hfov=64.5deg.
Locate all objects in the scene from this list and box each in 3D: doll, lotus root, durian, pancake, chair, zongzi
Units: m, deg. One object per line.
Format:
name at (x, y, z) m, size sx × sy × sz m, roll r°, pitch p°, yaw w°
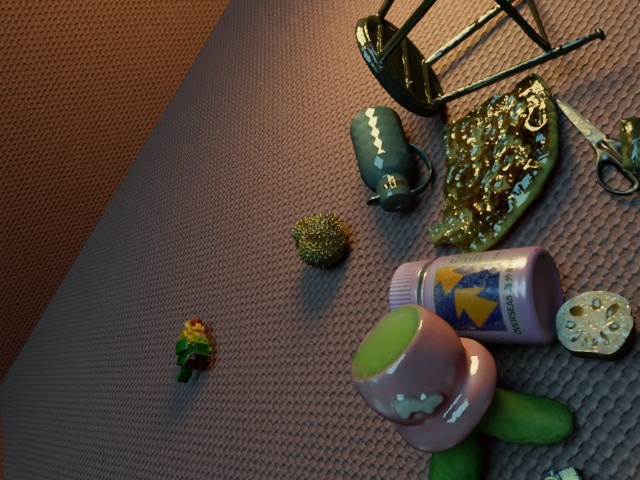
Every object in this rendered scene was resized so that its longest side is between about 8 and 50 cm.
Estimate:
doll at (-0.415, 0.345, 1.639) m, size 0.134 × 0.106 × 0.186 m, roll -42°, pitch 44°, yaw 36°
lotus root at (0.475, 0.148, 0.870) m, size 0.122 × 0.081 × 0.113 m, roll -4°, pitch 65°, yaw 44°
durian at (0.000, 0.000, 1.394) m, size 0.168 × 0.137 × 0.158 m, roll -17°, pitch 77°, yaw 23°
pancake at (0.387, -0.157, 1.149) m, size 0.304 × 0.066 × 0.427 m, roll -9°, pitch 64°, yaw 51°
chair at (0.321, -0.524, 1.175) m, size 0.410 × 0.361 × 0.365 m, roll -37°, pitch 37°, yaw 38°
zongzi at (0.606, -0.173, 0.910) m, size 0.119 × 0.055 × 0.109 m, roll -1°, pitch 68°, yaw 25°

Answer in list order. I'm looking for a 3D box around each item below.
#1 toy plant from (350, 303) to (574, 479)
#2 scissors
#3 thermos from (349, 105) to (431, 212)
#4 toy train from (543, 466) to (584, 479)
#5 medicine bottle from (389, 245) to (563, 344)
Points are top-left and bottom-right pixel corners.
toy plant at (0.212, 0.295, 0.894) m, size 0.317 × 0.356 × 0.211 m, roll -44°, pitch 19°, yaw 16°
scissors at (0.554, -0.208, 1.024) m, size 0.109 × 0.022 × 0.300 m, roll -38°, pitch 46°, yaw 20°
thermos at (0.183, -0.207, 1.318) m, size 0.182 × 0.145 × 0.287 m, roll -12°, pitch 57°, yaw 2°
toy train at (0.424, 0.449, 0.782) m, size 0.081 × 0.060 × 0.202 m, roll -36°, pitch 47°, yaw 17°
medicine bottle at (0.298, 0.113, 0.993) m, size 0.290 × 0.178 × 0.178 m, roll -9°, pitch 63°, yaw 41°
